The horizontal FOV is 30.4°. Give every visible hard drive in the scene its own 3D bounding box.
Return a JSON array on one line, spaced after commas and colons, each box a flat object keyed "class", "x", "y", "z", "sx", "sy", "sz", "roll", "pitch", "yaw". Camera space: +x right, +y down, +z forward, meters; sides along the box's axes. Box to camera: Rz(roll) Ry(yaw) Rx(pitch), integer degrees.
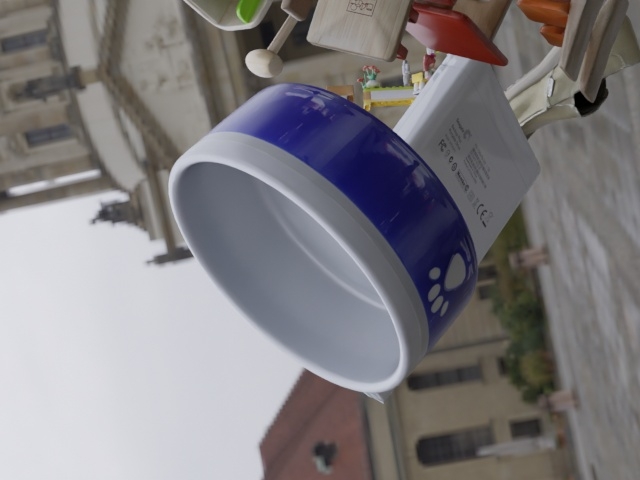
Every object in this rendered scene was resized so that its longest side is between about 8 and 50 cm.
[{"class": "hard drive", "x": 0.113, "y": -0.016, "z": 1.343, "sx": 0.353, "sy": 0.047, "sz": 0.233, "roll": -54, "pitch": -42, "yaw": -16}]

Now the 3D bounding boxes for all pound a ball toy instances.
[{"class": "pound a ball toy", "x": -0.107, "y": -0.455, "z": 1.967, "sx": 0.208, "sy": 0.136, "sz": 0.319, "roll": 36, "pitch": -107, "yaw": -37}]

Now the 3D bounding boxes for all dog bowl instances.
[{"class": "dog bowl", "x": 0.000, "y": 0.000, "z": 1.007, "sx": 0.104, "sy": 0.265, "sz": 0.265, "roll": -45, "pitch": -41, "yaw": -26}]

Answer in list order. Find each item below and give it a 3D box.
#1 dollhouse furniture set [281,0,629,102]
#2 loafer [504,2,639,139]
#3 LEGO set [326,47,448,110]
[{"class": "dollhouse furniture set", "x": 0.085, "y": -0.184, "z": 0.950, "sx": 0.259, "sy": 0.262, "sz": 0.135, "roll": 17, "pitch": -90, "yaw": -66}, {"class": "loafer", "x": 0.304, "y": -0.186, "z": 1.492, "sx": 0.092, "sy": 0.102, "sz": 0.268, "roll": 54, "pitch": 140, "yaw": 12}, {"class": "LEGO set", "x": 0.146, "y": -0.285, "z": 1.969, "sx": 0.132, "sy": 0.287, "sz": 0.107, "roll": 7, "pitch": -102, "yaw": -54}]
